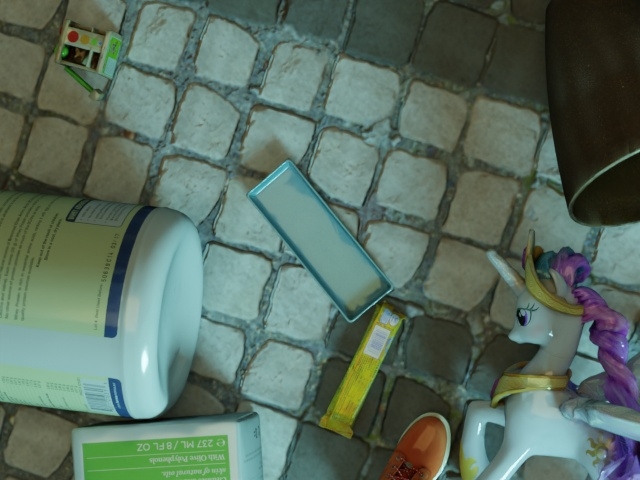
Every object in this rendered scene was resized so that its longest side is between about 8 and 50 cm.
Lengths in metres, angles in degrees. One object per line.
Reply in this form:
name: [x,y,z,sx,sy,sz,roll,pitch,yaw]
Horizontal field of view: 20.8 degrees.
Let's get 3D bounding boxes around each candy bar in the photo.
candy bar: [0.049,0.146,1.978,0.040,0.018,0.161,25,92,6]

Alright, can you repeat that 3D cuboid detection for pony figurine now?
pony figurine: [0.295,0.203,1.834,0.351,0.303,0.363,21,107,18]

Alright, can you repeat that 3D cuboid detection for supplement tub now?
supplement tub: [-0.311,0.065,1.930,0.324,0.235,0.235,7,90,9]

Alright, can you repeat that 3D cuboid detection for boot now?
boot: [0.095,0.263,1.936,0.059,0.084,0.158,29,92,10]

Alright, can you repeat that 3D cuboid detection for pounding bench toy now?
pounding bench toy: [-0.276,-0.208,2.023,0.065,0.052,0.083,15,91,10]

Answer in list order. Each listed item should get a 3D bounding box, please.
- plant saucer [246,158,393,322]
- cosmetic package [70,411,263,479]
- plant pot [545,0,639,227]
plant saucer: [0.000,0.000,1.991,0.067,0.018,0.192,-40,82,6]
cosmetic package: [-0.158,0.381,1.939,0.197,0.155,0.366,-5,87,7]
plant pot: [0.329,-0.165,1.860,0.215,0.215,0.230,-21,68,8]
